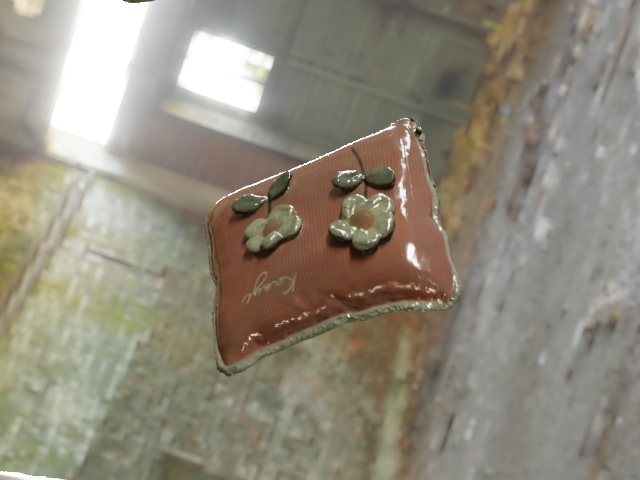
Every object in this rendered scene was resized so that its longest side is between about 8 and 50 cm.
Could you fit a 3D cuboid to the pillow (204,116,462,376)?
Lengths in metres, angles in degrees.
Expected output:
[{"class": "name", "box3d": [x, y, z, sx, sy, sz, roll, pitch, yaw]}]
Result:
[{"class": "pillow", "box3d": [0.000, 0.000, 1.141, 0.075, 0.179, 0.171, 57, -163, -45]}]

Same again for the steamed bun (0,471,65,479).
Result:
[{"class": "steamed bun", "box3d": [-0.131, 0.225, 0.442, 0.251, 0.199, 0.301, -94, 11, -60]}]

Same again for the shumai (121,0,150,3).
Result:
[{"class": "shumai", "box3d": [-0.167, -0.238, 0.939, 0.261, 0.222, 0.225, 58, 157, 29]}]
